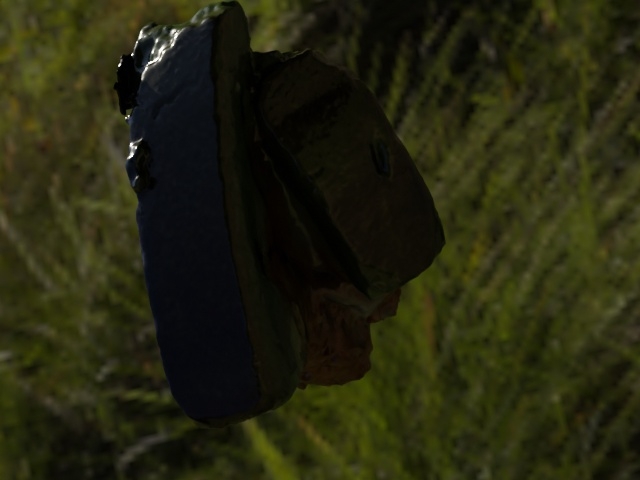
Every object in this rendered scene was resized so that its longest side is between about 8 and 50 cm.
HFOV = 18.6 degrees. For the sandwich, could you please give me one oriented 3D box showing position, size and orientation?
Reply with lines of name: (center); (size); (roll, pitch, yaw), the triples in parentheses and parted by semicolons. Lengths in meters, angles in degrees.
sandwich: (0.000, 0.000, 1.243); (0.301, 0.162, 0.250); (30, -127, -69)
